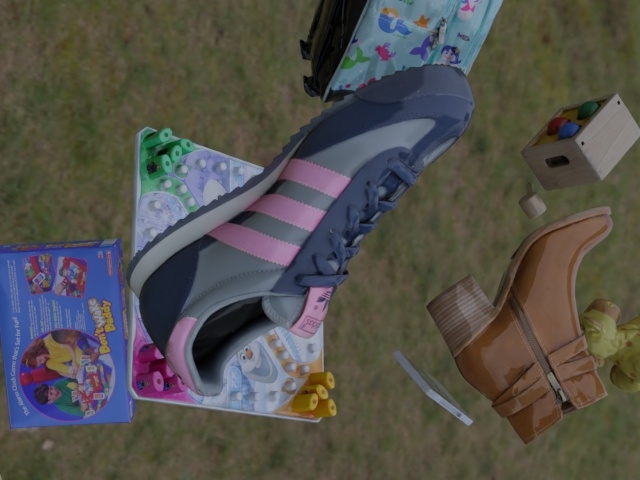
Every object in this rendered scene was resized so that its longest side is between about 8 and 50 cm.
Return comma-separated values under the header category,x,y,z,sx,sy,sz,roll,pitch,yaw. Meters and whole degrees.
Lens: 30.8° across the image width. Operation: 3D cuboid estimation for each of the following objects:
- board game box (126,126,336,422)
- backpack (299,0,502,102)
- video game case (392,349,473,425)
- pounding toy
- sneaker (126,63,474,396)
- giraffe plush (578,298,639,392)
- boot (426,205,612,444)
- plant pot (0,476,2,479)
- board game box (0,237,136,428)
category,x,y,z,sx,sy,sz,roll,pitch,yaw
board game box,-0.115,0.058,1.728,0.390,0.050,0.390,17,67,-46
backpack,0.094,-0.277,1.270,0.225,0.191,0.253,-92,-166,-56
video game case,0.151,0.198,1.563,0.011,0.087,0.122,-45,135,5
pounding toy,0.372,-0.132,1.855,0.206,0.181,0.094,-45,108,-27
sneaker,0.000,0.000,0.881,0.319,0.131,0.112,-37,148,19
giraffe plush,0.512,0.175,2.032,0.181,0.170,0.210,-63,179,36
boot,0.302,0.102,1.474,0.283,0.220,0.109,-32,167,-14
plant pot,-0.673,0.437,1.900,0.275,0.243,0.275,44,34,-40
board game box,-0.486,0.177,2.219,0.078,0.233,0.347,-95,-178,-79
